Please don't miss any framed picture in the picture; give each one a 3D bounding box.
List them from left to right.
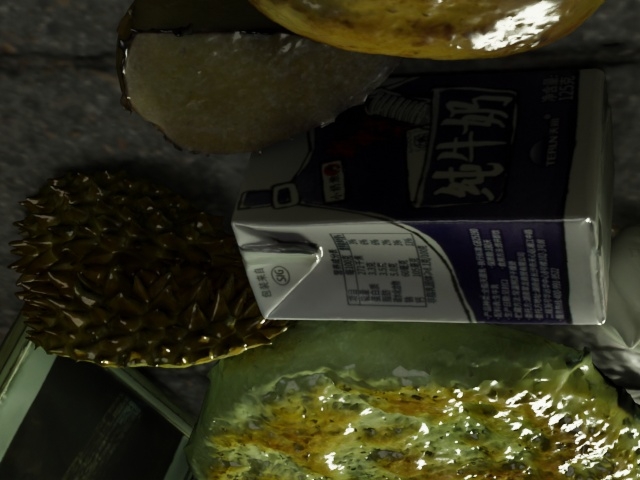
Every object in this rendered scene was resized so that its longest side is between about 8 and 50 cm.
[{"bbox_3d":[-0.204,0.217,1.116,0.018,0.293,0.231,-12,134,44],"label":"framed picture"}]

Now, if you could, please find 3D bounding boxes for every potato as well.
[{"bbox_3d":[-0.041,-0.117,0.877,0.172,0.089,0.100,-4,134,-12],"label":"potato"}]

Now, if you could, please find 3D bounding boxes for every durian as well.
[{"bbox_3d":[-0.138,0.026,1.031,0.252,0.144,0.139,-2,168,22],"label":"durian"}]

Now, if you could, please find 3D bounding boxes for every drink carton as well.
[{"bbox_3d":[0.068,-0.026,0.898,0.222,0.134,0.102,-1,139,16],"label":"drink carton"}]

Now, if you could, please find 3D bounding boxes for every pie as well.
[{"bbox_3d":[0.064,0.146,1.107,0.371,0.078,0.296,-4,147,15],"label":"pie"}]

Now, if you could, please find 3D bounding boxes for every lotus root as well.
[{"bbox_3d":[0.057,-0.174,0.737,0.314,0.141,0.169,10,142,-10],"label":"lotus root"}]

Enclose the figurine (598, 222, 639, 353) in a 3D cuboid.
[{"bbox_3d":[0.224,0.046,0.961,0.154,0.132,0.132,29,137,1],"label":"figurine"}]
